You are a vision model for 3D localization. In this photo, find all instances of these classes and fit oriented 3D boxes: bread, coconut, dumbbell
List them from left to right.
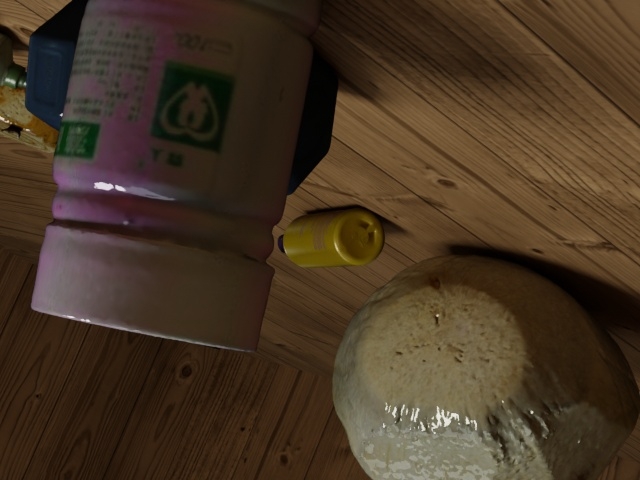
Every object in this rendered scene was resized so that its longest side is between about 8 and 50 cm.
[{"bbox_3d":[-0.431,-0.176,2.275,0.149,0.073,0.122,24,171,-6],"label":"bread"},{"bbox_3d":[-0.145,-0.153,1.643,0.325,0.160,0.144,17,139,28],"label":"dumbbell"},{"bbox_3d":[0.225,0.211,2.121,0.415,0.344,0.415,22,165,6],"label":"coconut"}]

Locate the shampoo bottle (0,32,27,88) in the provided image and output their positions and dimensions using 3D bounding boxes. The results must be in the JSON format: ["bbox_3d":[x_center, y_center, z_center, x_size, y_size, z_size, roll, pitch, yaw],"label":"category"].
[{"bbox_3d":[-0.463,-0.240,1.999,0.234,0.087,0.118,23,166,-4],"label":"shampoo bottle"}]

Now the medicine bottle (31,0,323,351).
[{"bbox_3d":[-0.126,-0.079,1.405,0.212,0.325,0.212,11,179,0],"label":"medicine bottle"}]

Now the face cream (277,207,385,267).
[{"bbox_3d":[0.000,0.000,2.246,0.078,0.078,0.273,27,168,-20],"label":"face cream"}]
